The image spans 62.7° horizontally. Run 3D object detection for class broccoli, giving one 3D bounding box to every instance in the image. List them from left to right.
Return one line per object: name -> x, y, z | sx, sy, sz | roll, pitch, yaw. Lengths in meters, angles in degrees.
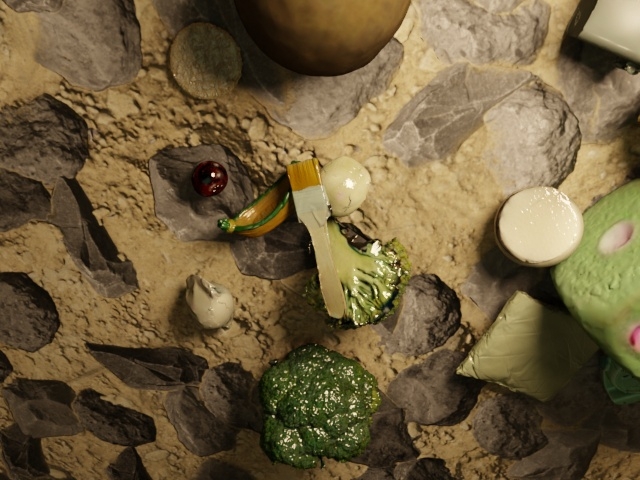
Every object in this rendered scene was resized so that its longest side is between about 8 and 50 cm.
broccoli -> -0.009, 0.433, 1.331 | 0.321, 0.304, 0.283 | 14, 149, 0
broccoli -> 0.087, 0.075, 1.200 | 0.242, 0.273, 0.180 | -39, 154, 13

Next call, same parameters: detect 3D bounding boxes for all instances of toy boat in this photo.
toy boat -> -0.117, -0.082, 1.138 | 0.229, 0.089, 0.088 | -37, 134, 3

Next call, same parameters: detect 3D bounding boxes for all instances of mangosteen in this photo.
mangosteen -> -0.241, -0.136, 1.133 | 0.080, 0.081, 0.081 | 2, 118, 4

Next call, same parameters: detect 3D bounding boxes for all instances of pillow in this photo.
pillow -> 0.515, 0.263, 1.278 | 0.280, 0.076, 0.274 | 20, 119, -13

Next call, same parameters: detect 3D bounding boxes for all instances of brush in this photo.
brush -> 0.000, 0.000, 1.088 | 0.085, 0.020, 0.337 | -11, 94, 25

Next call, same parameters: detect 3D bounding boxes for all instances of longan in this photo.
longan -> -0.001, -0.419, 0.854 | 0.297, 0.297, 0.297 | 2, 118, 4

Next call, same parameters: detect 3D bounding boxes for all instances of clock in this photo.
clock -> 0.760, 0.301, 1.270 | 0.159, 0.066, 0.211 | -24, 119, 16

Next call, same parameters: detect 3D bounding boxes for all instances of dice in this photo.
dice -> 0.687, 0.085, 1.026 | 0.330, 0.318, 0.322 | 34, 117, -11

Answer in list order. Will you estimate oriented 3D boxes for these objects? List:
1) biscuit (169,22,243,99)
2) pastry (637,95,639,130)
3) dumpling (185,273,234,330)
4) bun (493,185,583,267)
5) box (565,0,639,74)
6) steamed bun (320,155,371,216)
biscuit -> -0.228, -0.355, 1.045 | 0.152, 0.020, 0.152 | 2, 117, 3
pastry -> 0.703, -0.218, 0.926 | 0.274, 0.193, 0.275 | 0, 86, 8
dumpling -> -0.281, 0.155, 1.285 | 0.127, 0.108, 0.188 | 11, 139, 25
bun -> 0.453, -0.027, 1.099 | 0.172, 0.120, 0.173 | -2, 86, 22
box -> 0.527, -0.417, 0.869 | 0.135, 0.163, 0.243 | 22, 120, 3
steamed bun -> 0.040, -0.109, 1.111 | 0.112, 0.091, 0.130 | 36, 116, -11
